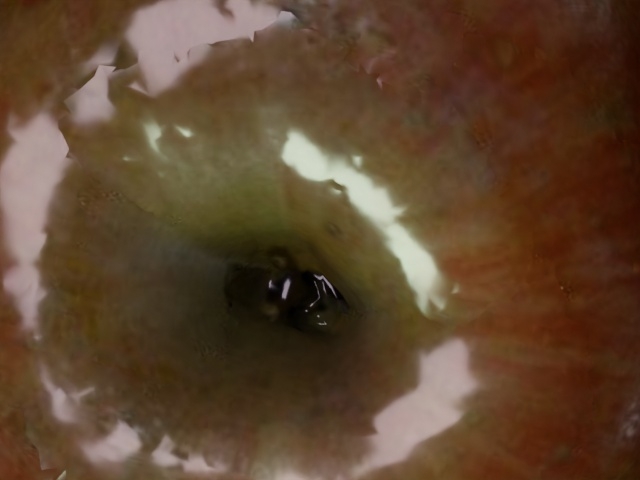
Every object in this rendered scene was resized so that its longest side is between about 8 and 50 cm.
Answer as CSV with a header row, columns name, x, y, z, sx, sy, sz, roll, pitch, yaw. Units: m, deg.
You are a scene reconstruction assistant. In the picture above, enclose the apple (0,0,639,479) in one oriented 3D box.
name,x,y,z,sx,sy,sz,roll,pitch,yaw
apple,0.000,0.000,0.680,0.301,0.301,0.301,0,91,37
